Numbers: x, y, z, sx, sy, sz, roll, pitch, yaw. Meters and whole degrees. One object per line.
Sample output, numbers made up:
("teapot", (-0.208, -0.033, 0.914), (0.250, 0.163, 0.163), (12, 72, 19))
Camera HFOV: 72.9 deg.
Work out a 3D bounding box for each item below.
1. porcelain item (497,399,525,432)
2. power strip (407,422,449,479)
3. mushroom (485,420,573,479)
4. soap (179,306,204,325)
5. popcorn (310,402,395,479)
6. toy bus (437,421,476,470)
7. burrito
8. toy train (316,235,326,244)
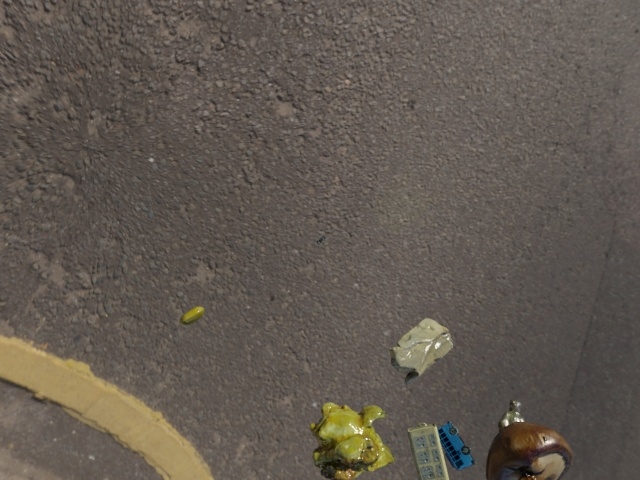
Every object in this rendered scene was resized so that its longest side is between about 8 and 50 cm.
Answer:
("porcelain item", (0.567, 0.569, 1.291), (0.215, 0.081, 0.069), (-59, 150, -43))
("power strip", (0.340, 0.701, 1.335), (0.092, 0.034, 0.268), (-13, 85, 4))
("mushroom", (0.488, 0.526, 1.035), (0.194, 0.138, 0.231), (-2, 118, -36))
("soap", (-0.443, 0.262, 1.493), (0.089, 0.140, 0.045), (-30, 90, -23))
("popcorn", (0.126, 0.781, 1.736), (0.321, 0.290, 0.325), (26, 96, -48))
("toy bus", (0.573, 0.881, 1.849), (0.106, 0.184, 0.090), (-33, 146, 3))
("burrito", (0.473, 0.508, 2.016), (0.332, 0.135, 0.190), (-26, 88, -39))
("toy train", (0.000, 0.000, 1.601), (0.017, 0.083, 0.017), (-38, 92, 22))
